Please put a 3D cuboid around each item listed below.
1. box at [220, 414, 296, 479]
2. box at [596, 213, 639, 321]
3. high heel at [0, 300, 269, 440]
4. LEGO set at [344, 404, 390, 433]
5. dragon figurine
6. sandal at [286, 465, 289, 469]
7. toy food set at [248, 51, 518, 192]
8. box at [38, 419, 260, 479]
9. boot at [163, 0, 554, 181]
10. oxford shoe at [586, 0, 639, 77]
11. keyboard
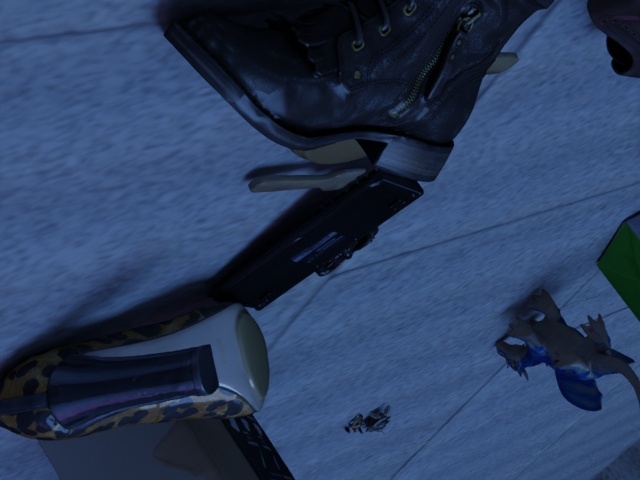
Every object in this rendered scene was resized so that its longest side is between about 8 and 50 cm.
[{"bbox_3d":[-0.084,0.296,1.515,0.165,0.270,0.143,-37,162,4],"label":"box"},{"bbox_3d":[0.516,0.053,1.972,0.231,0.262,0.127,-28,161,-22],"label":"box"},{"bbox_3d":[-0.147,0.108,1.287,0.186,0.093,0.261,-10,176,12],"label":"high heel"},{"bbox_3d":[0.064,0.227,1.987,0.083,0.023,0.054,-17,154,-43],"label":"LEGO set"},{"bbox_3d":[0.318,0.148,1.959,0.085,0.289,0.144,-52,134,-11],"label":"dragon figurine"},{"bbox_3d":[-0.117,0.287,1.766,0.102,0.076,0.265,-28,-173,24],"label":"sandal"},{"bbox_3d":[0.035,-0.096,1.153,0.132,0.038,0.192,-5,156,-47],"label":"toy food set"},{"bbox_3d":[-0.093,0.264,1.361,0.121,0.311,0.148,-36,162,3],"label":"box"},{"bbox_3d":[0.052,-0.160,0.958,0.263,0.091,0.229,13,118,-48],"label":"boot"},{"bbox_3d":[0.284,-0.174,1.328,0.098,0.097,0.271,-20,162,18],"label":"oxford shoe"},{"bbox_3d":[0.000,0.000,1.310,0.180,0.023,0.108,-35,157,21],"label":"keyboard"}]
